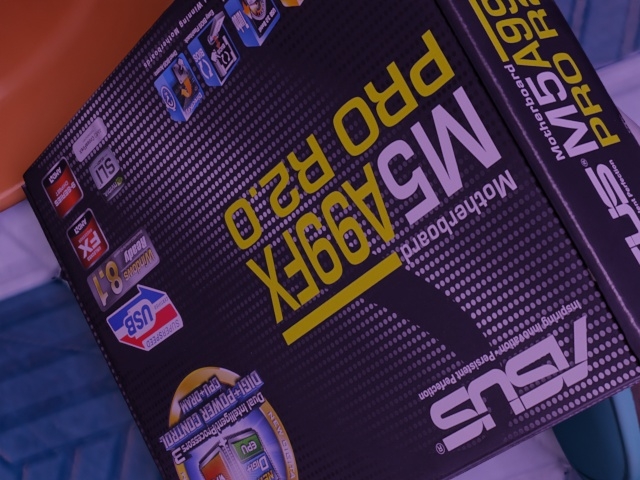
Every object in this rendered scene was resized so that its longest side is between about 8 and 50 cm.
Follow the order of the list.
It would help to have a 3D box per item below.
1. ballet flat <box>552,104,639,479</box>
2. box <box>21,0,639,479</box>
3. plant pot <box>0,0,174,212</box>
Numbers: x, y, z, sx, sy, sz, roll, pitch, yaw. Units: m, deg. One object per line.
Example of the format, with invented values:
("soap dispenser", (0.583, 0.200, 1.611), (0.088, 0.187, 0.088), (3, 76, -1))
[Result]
("ballet flat", (0.167, 0.099, 0.576), (0.139, 0.139, 0.400), (-16, 89, 10))
("box", (0.000, 0.000, 0.556), (0.270, 0.060, 0.216), (-37, 75, 45))
("plant pot", (-0.225, -0.147, 0.589), (0.291, 0.291, 0.203), (-32, 66, 8))
